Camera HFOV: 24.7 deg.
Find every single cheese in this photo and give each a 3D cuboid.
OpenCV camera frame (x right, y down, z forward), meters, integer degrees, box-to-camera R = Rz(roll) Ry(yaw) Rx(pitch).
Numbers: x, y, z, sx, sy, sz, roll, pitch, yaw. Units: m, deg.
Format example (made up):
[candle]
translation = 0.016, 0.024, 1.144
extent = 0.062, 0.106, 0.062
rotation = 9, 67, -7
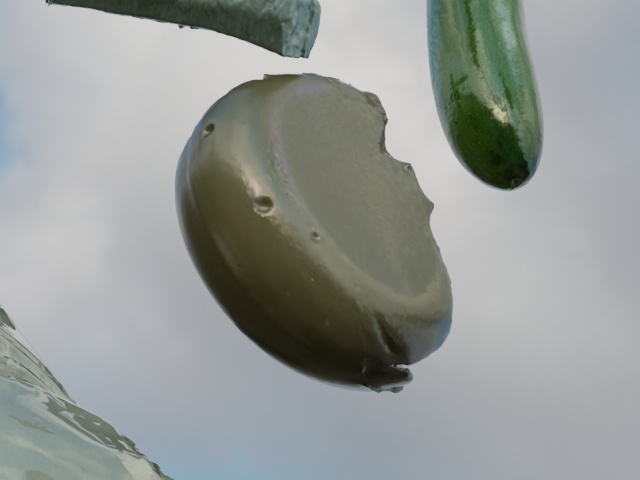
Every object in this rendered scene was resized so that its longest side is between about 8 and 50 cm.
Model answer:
[cheese]
translation = 0.000, 0.000, 0.892
extent = 0.091, 0.175, 0.202
rotation = -41, -115, 39

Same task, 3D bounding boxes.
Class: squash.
[squash]
translation = 0.124, -0.157, 1.147
extent = 0.082, 0.292, 0.082
rotation = -1, -38, -1

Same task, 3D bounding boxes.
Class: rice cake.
[rice cake]
translation = -0.101, -0.162, 0.970
extent = 0.245, 0.042, 0.045
rotation = 17, -76, 38

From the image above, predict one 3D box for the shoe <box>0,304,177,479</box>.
[shoe]
translation = -0.046, 0.160, 0.452
extent = 0.210, 0.132, 0.342
rotation = 35, -17, 44
